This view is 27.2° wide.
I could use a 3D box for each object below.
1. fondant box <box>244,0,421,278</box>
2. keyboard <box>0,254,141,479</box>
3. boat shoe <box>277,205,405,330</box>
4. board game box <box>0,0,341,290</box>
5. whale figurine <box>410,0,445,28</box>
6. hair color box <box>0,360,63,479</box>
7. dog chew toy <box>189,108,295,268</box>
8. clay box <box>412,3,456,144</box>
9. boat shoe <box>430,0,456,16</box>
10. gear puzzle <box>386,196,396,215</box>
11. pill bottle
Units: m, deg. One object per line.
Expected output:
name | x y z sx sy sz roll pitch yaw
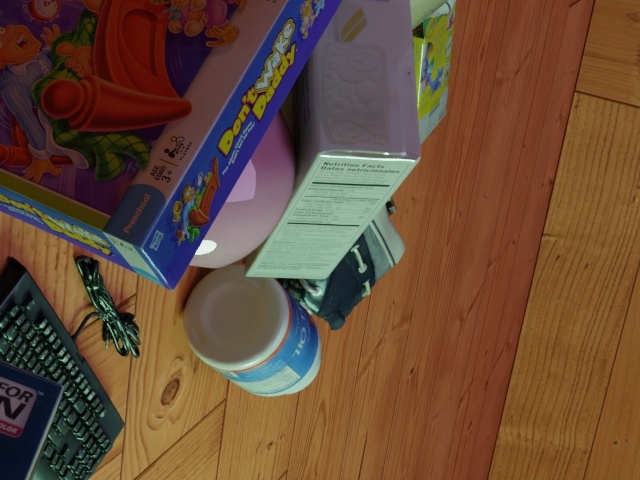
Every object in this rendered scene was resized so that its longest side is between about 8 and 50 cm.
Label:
fondant box | -0.001 -0.124 1.276 0.330 0.096 0.238 127 -37 -65
keyboard | -0.239 0.116 1.248 0.317 0.033 0.201 76 36 -57
boat shoe | 0.000 0.000 1.666 0.158 0.127 0.340 -54 149 -9
board game box | -0.127 -0.166 0.960 0.347 0.233 0.078 -62 159 -16
whale figurine | 0.077 -0.310 1.510 0.272 0.141 0.216 -32 174 -37
hair color box | -0.296 0.263 0.932 0.174 0.105 0.347 124 -15 -58
dog chew toy | -0.109 -0.147 1.136 0.207 0.207 0.331 12 89 -70
clay box | 0.148 -0.257 1.940 0.127 0.053 0.222 -50 149 -47
boat shoe | 0.098 -0.310 1.702 0.267 0.096 0.088 -2 112 -68
gear puzzle | 0.043 -0.123 1.703 0.339 0.044 0.175 60 10 -68
pill bottle | -0.070 0.115 1.562 0.221 0.124 0.124 51 59 -68
